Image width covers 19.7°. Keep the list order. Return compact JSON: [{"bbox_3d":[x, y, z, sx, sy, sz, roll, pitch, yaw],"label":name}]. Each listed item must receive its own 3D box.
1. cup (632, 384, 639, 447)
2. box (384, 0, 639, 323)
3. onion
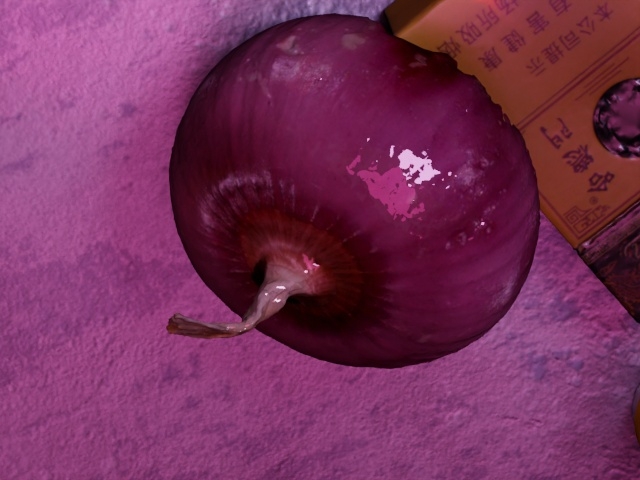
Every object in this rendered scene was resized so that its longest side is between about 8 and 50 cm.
[{"bbox_3d":[0.414,0.229,1.889,0.196,0.280,0.196,-2,112,-5],"label":"cup"},{"bbox_3d":[0.294,-0.144,1.825,0.264,0.116,0.415,-38,108,9],"label":"box"},{"bbox_3d":[0.023,-0.016,1.727,0.358,0.358,0.345,20,72,-12],"label":"onion"}]
